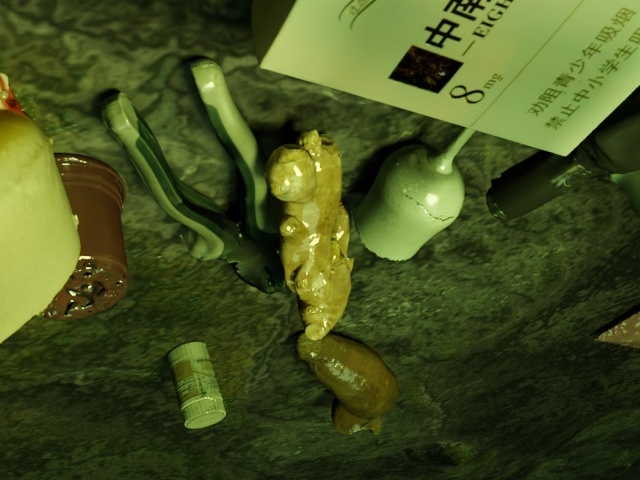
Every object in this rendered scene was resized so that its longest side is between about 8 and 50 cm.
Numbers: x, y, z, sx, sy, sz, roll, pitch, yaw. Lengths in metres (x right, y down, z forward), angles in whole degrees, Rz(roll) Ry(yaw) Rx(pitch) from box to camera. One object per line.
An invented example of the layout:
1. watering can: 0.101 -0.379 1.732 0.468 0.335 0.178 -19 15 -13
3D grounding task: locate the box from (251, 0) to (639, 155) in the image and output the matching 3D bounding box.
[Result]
1. box: 0.097 -0.147 0.531 0.242 0.067 0.155 13 138 -25

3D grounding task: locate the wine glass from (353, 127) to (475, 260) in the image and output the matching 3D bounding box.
1. wine glass: 0.100 -0.063 0.718 0.079 0.079 0.195 -1 147 -32

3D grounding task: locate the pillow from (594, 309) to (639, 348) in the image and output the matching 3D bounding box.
1. pillow: 0.536 0.147 1.420 0.185 0.043 0.118 8 143 -43

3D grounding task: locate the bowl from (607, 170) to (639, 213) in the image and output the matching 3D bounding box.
1. bowl: 0.401 -0.078 0.725 0.307 0.163 0.307 -14 169 -3

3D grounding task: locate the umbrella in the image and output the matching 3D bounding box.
1. umbrella: 0.244 -0.097 0.591 0.118 0.118 0.340 5 154 -40

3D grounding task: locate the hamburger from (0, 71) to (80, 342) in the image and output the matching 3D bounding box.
1. hamburger: -0.270 0.015 0.449 0.227 0.151 0.295 -3 -145 45

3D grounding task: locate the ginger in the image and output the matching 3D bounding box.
1. ginger: 0.000 0.000 0.716 0.052 0.176 0.193 1 -175 16

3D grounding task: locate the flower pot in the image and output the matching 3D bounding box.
1. flower pot: -0.187 0.005 0.634 0.111 0.089 0.111 -16 152 -9

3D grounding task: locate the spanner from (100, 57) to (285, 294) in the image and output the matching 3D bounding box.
1. spanner: -0.077 -0.027 0.705 0.095 0.040 0.325 -22 151 1

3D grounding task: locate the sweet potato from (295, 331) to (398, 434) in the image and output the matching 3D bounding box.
1. sweet potato: 0.038 0.187 1.111 0.112 0.085 0.286 -20 152 9

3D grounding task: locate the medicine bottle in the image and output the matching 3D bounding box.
1. medicine bottle: -0.135 0.157 0.942 0.047 0.083 0.047 -16 152 -9
